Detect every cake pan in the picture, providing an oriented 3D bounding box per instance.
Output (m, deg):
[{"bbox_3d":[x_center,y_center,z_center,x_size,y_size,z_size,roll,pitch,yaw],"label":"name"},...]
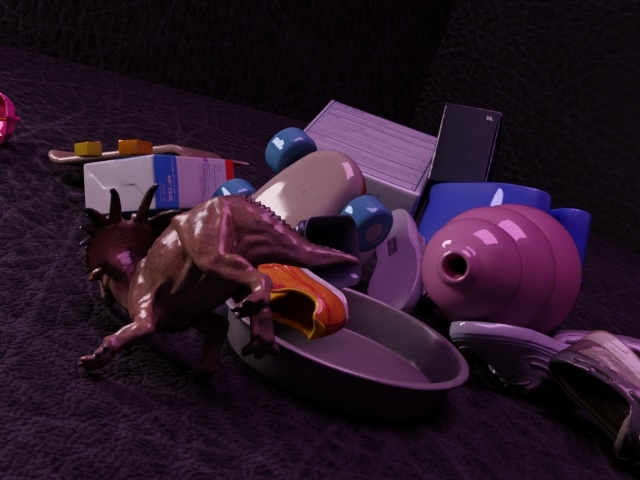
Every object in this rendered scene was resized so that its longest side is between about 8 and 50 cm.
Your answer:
[{"bbox_3d":[0.021,0.116,0.975,0.293,0.054,0.293,19,12,-4],"label":"cake pan"}]

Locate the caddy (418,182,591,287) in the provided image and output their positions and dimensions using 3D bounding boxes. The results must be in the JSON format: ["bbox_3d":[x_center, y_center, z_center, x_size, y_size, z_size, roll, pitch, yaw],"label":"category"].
[{"bbox_3d":[0.317,0.013,1.545,0.241,0.179,0.341,20,-8,-33],"label":"caddy"}]

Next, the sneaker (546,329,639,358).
[{"bbox_3d":[0.453,0.175,1.251,0.281,0.105,0.115,17,13,-6],"label":"sneaker"}]

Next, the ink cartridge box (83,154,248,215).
[{"bbox_3d":[-0.218,-0.078,1.274,0.134,0.078,0.231,-4,0,30],"label":"ink cartridge box"}]

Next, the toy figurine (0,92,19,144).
[{"bbox_3d":[-0.572,-0.205,1.391,0.173,0.130,0.159,-2,-9,20],"label":"toy figurine"}]

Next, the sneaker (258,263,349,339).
[{"bbox_3d":[-0.049,0.047,0.905,0.175,0.064,0.067,25,24,36],"label":"sneaker"}]

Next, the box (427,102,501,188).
[{"bbox_3d":[0.279,-0.155,1.653,0.108,0.153,0.207,13,-8,13],"label":"box"}]

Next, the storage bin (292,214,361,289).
[{"bbox_3d":[-0.022,0.023,1.002,0.091,0.098,0.135,-5,1,28],"label":"storage bin"}]

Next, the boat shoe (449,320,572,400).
[{"bbox_3d":[0.265,0.159,1.102,0.226,0.075,0.083,15,-15,-19],"label":"boat shoe"}]

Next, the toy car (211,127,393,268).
[{"bbox_3d":[0.000,0.000,1.260,0.219,0.210,0.238,45,-4,36],"label":"toy car"}]

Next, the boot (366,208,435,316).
[{"bbox_3d":[0.141,0.063,1.294,0.123,0.095,0.258,49,27,-24],"label":"boot"}]

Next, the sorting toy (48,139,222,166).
[{"bbox_3d":[-0.303,-0.125,1.366,0.229,0.041,0.307,-1,2,10],"label":"sorting toy"}]

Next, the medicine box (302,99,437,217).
[{"bbox_3d":[0.086,-0.134,1.728,0.264,0.149,0.289,21,32,8],"label":"medicine box"}]

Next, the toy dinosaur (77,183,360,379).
[{"bbox_3d":[-0.123,0.015,0.817,0.127,0.296,0.200,43,30,-54],"label":"toy dinosaur"}]

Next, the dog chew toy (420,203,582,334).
[{"bbox_3d":[0.240,0.042,1.196,0.207,0.206,0.332,26,8,27],"label":"dog chew toy"}]

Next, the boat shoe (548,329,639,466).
[{"bbox_3d":[0.376,0.219,0.992,0.092,0.102,0.285,-19,45,-20],"label":"boat shoe"}]
